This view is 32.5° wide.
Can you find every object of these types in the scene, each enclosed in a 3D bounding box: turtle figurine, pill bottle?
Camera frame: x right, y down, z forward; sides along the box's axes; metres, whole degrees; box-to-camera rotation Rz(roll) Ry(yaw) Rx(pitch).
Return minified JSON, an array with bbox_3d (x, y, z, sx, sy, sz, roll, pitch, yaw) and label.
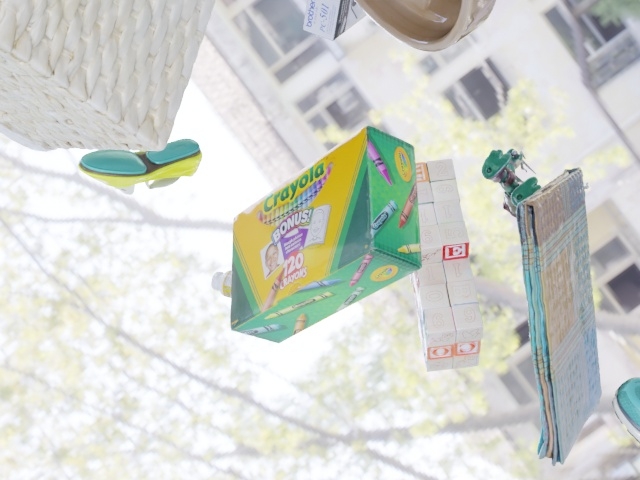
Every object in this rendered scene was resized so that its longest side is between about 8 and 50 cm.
[{"bbox_3d":[0.367,-0.087,1.899,0.175,0.118,0.234,26,-173,30],"label":"turtle figurine"},{"bbox_3d":[-0.127,0.071,1.702,0.083,0.043,0.043,13,163,29],"label":"pill bottle"}]

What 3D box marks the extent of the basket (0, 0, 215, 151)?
[{"bbox_3d":[-0.336,-0.309,1.380,0.267,0.331,0.328,8,164,36],"label":"basket"}]

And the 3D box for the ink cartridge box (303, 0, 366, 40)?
[{"bbox_3d":[0.034,-0.344,1.264,0.046,0.207,0.097,24,-141,17],"label":"ink cartridge box"}]

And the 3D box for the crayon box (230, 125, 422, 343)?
[{"bbox_3d":[0.000,0.000,1.336,0.081,0.278,0.165,20,-125,-33],"label":"crayon box"}]

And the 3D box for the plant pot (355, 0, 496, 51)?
[{"bbox_3d":[0.075,-0.267,0.796,0.237,0.110,0.237,53,165,20],"label":"plant pot"}]

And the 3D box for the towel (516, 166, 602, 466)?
[{"bbox_3d":[0.345,0.099,1.576,0.271,0.040,0.370,-27,-68,-60],"label":"towel"}]

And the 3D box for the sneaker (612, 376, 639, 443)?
[{"bbox_3d":[0.508,0.237,1.384,0.275,0.107,0.110,24,136,20],"label":"sneaker"}]

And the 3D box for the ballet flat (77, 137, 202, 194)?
[{"bbox_3d":[-0.303,-0.117,1.862,0.231,0.077,0.077,-14,-133,-35],"label":"ballet flat"}]

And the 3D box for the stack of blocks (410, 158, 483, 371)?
[{"bbox_3d":[0.191,0.038,1.764,0.171,0.087,0.297,82,-179,-55],"label":"stack of blocks"}]
